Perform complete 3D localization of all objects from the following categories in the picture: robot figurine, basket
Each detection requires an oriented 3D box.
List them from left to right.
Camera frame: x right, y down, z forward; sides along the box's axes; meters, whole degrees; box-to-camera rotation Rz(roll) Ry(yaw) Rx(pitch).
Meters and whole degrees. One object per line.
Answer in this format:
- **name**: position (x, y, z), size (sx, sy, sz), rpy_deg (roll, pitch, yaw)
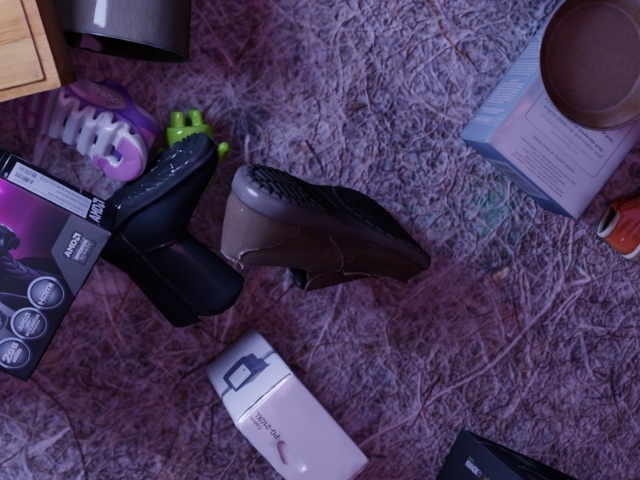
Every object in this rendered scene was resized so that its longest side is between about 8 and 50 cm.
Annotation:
- **basket**: position (-0.238, -0.350, 1.349), size (0.204, 0.154, 0.227), rpy_deg (10, 90, 25)
- **robot figurine**: position (-0.175, -0.117, 1.451), size (0.101, 0.067, 0.115), rpy_deg (-8, 103, -23)

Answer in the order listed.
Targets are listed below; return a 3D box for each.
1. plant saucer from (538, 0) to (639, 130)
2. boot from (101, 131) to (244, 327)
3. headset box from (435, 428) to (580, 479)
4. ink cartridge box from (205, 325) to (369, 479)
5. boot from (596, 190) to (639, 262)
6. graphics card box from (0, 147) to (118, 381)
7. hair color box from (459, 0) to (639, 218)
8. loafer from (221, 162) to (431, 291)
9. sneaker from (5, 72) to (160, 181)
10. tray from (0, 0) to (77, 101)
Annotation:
- **plant saucer**: position (0.381, -0.249, 1.477), size (0.198, 0.036, 0.199), rpy_deg (-2, 99, -13)
- **boot**: position (-0.168, -0.006, 1.418), size (0.246, 0.094, 0.207), rpy_deg (-35, 117, 26)
- **headset box**: position (0.321, 0.411, 1.585), size (0.283, 0.246, 0.131), rpy_deg (26, 92, -19)
- **ink cartridge box**: position (-0.050, 0.233, 1.457), size (0.100, 0.237, 0.172), rpy_deg (-41, 108, -5)
- **boot**: position (0.486, -0.054, 1.648), size (0.084, 0.059, 0.158), rpy_deg (30, 92, -13)
- **graphics card box**: position (-0.452, -0.015, 1.260), size (0.371, 0.094, 0.233), rpy_deg (28, 107, -17)
- **hair color box**: position (0.394, -0.238, 1.560), size (0.185, 0.113, 0.374), rpy_deg (38, 89, -17)
- **loafer**: position (0.000, 0.000, 1.454), size (0.366, 0.134, 0.130), rpy_deg (18, 113, -42)
- **sneaker**: position (-0.305, -0.177, 1.399), size (0.236, 0.104, 0.095), rpy_deg (35, 134, 0)
- **tray**: position (-0.515, -0.232, 1.268), size (0.410, 0.076, 0.203), rpy_deg (-13, 103, 8)
